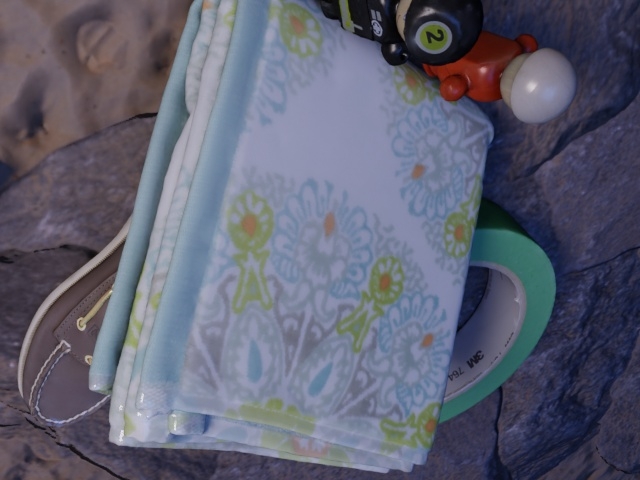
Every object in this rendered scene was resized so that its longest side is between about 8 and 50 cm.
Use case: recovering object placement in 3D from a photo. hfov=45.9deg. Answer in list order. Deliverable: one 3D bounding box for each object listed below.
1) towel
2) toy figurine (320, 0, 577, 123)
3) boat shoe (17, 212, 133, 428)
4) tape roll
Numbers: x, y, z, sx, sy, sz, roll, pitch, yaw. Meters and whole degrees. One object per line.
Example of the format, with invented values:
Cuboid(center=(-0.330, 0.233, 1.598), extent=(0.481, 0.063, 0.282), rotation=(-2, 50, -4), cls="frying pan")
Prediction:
Cuboid(center=(0.000, 0.000, 0.637), extent=(0.320, 0.090, 0.374), rotation=(23, 76, -40), cls="towel")
Cuboid(center=(0.128, -0.210, 0.563), extent=(0.213, 0.148, 0.209), rotation=(18, 103, -42), cls="toy figurine")
Cuboid(center=(-0.176, 0.072, 0.713), extent=(0.324, 0.097, 0.116), rotation=(-47, 131, 13), cls="boat shoe")
Cuboid(center=(0.121, 0.097, 0.896), extent=(0.321, 0.077, 0.321), rotation=(-14, 130, -17), cls="tape roll")
